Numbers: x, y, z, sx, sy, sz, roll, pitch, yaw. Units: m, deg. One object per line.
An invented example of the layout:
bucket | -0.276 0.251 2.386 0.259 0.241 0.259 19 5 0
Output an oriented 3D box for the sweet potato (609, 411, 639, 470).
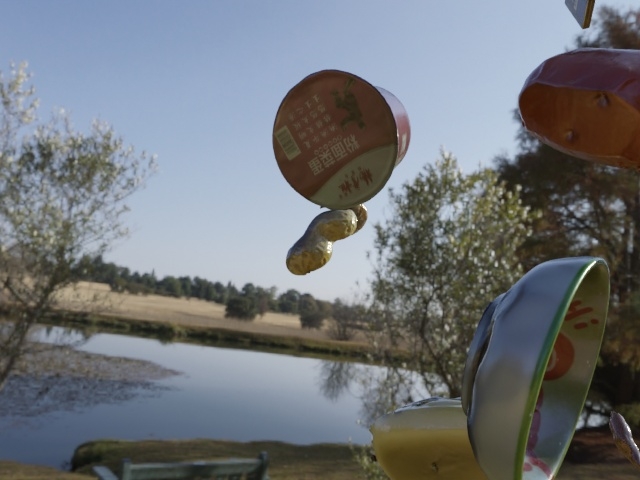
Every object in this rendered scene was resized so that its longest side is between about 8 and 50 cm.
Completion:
sweet potato | 0.864 0.574 1.630 0.056 0.195 0.056 -5 -41 -5

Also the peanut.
peanut | 0.000 0.000 1.513 0.103 0.229 0.098 42 -8 -11

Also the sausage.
sausage | 0.393 -0.189 0.809 0.141 0.153 0.268 -20 28 -16

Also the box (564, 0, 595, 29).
box | 0.690 -0.638 1.537 0.023 0.133 0.090 -10 -38 4

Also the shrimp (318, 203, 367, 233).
shrimp | 0.038 -0.080 1.644 0.223 0.126 0.047 18 7 -27

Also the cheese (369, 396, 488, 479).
cheese | 0.242 0.405 1.090 0.316 0.259 0.128 8 22 23

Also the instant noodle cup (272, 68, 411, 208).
instant noodle cup | 0.056 -0.189 1.047 0.235 0.234 0.178 1 15 26

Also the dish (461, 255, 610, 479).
dish | 0.264 0.166 0.755 0.124 0.324 0.324 15 -1 36
